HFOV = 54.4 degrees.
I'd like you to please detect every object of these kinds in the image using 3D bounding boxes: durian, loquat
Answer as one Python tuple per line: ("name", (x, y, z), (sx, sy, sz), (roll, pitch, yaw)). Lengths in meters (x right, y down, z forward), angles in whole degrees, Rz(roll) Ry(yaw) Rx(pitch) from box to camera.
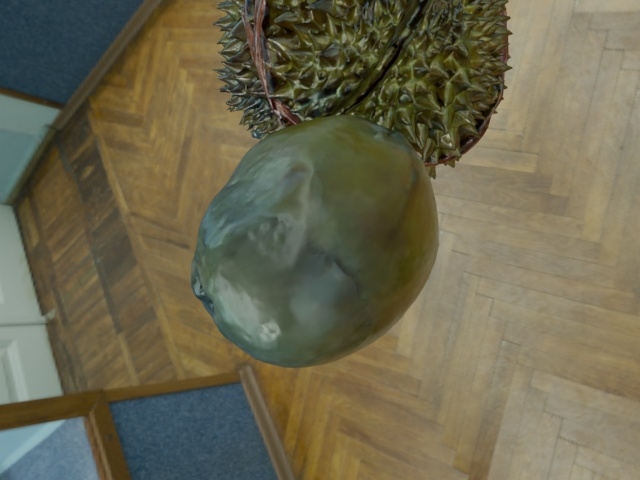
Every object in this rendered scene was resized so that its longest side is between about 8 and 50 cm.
("durian", (0.050, -0.219, 0.744), (0.347, 0.348, 0.384), (-63, 31, 15))
("loquat", (0.000, 0.000, 0.499), (0.179, 0.179, 0.227), (0, 45, 37))

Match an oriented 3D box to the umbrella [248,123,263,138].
("umbrella", (-0.135, -0.312, 1.231), (0.080, 0.224, 0.071), (-10, 34, 12))
